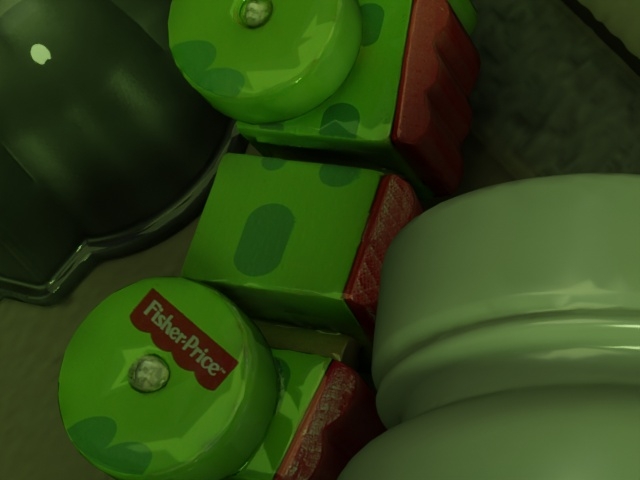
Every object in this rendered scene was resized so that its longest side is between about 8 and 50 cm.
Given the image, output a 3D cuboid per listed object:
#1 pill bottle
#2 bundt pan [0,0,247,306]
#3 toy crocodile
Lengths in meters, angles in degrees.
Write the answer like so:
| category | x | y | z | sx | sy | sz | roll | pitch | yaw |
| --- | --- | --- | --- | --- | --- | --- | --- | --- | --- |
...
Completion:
| category | x | y | z | sx | sy | sz | roll | pitch | yaw |
| --- | --- | --- | --- | --- | --- | --- | --- | --- | --- |
| pill bottle | 0.076 | 0.136 | 0.510 | 0.160 | 0.160 | 0.283 | -6 | 62 | 22 |
| bundt pan | -0.157 | -0.137 | 0.781 | 0.331 | 0.124 | 0.331 | -10 | 62 | 20 |
| toy crocodile | 0.000 | 0.000 | 0.645 | 0.105 | 0.115 | 0.340 | 6 | 70 | 22 |
